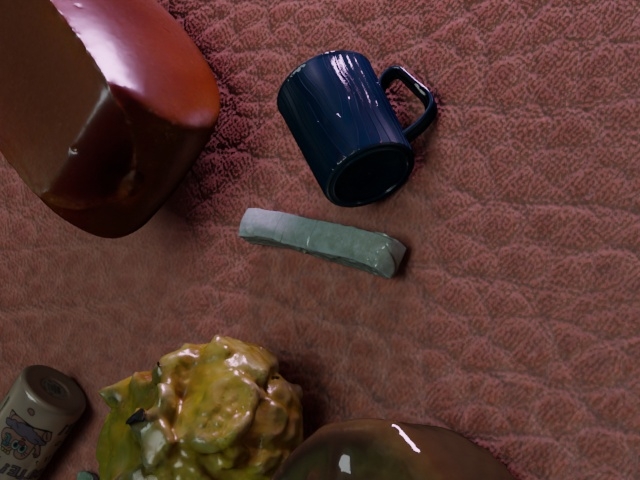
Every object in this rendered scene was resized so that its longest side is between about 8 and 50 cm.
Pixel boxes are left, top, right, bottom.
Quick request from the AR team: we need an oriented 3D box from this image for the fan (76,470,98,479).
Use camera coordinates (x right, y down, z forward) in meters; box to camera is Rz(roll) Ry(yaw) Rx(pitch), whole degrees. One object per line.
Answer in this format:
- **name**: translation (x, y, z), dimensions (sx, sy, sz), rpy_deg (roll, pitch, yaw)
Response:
- **fan**: translation (-0.312, 0.388, 2.003), dimensions (0.038, 0.016, 0.193), rpy_deg (4, 81, 48)

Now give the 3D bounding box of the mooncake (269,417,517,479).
- **mooncake**: translation (0.065, 0.314, 1.552), dimensions (0.284, 0.156, 0.284), rpy_deg (-13, 71, 44)

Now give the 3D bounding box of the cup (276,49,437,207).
- **cup**: translation (0.040, -0.130, 1.724), dimensions (0.150, 0.113, 0.138), rpy_deg (-46, 53, 29)

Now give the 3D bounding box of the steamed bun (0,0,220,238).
- **steamed bun**: translation (-0.278, -0.190, 1.960), dimensions (0.379, 0.248, 0.235), rpy_deg (50, 117, 29)

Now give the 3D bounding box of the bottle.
- **bottle**: translation (-0.391, 0.272, 2.061), dimensions (0.110, 0.097, 0.209), rpy_deg (34, 111, -1)

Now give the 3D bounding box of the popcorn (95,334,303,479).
- **popcorn**: translation (-0.140, 0.216, 1.733), dimensions (0.249, 0.225, 0.249), rpy_deg (-18, 67, 47)

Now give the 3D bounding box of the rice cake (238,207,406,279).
- **rice cake**: translation (0.000, 0.000, 1.778), dimensions (0.245, 0.042, 0.045), rpy_deg (14, 77, 46)
